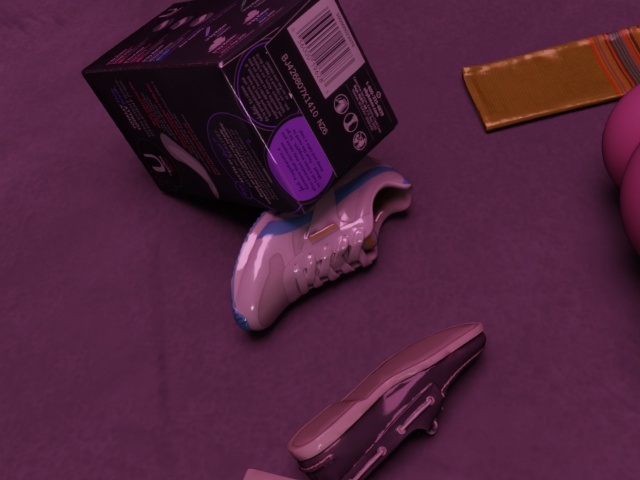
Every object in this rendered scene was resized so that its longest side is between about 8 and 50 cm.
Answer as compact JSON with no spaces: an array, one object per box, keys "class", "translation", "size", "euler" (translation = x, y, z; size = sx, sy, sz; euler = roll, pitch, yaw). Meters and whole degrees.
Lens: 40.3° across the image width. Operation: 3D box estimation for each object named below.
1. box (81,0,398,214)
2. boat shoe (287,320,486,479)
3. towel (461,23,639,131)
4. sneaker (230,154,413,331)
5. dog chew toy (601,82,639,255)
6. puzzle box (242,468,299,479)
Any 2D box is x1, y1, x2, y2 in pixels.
[{"class":"box","translation":[-0.086,-0.141,0.863],"size":[0.143,0.165,0.270],"euler":[-45,33,-25]},{"class":"boat shoe","translation":[0.068,0.142,0.749],"size":[0.206,0.075,0.065],"euler":[-33,96,-21]},{"class":"towel","translation":[0.286,-0.188,0.982],"size":[0.237,0.021,0.102],"euler":[-14,50,0]},{"class":"sneaker","translation":[0.000,0.000,0.846],"size":[0.092,0.087,0.228],"euler":[26,63,27]},{"class":"dog chew toy","translation":[0.352,-0.028,0.736],"size":[0.207,0.206,0.332],"euler":[-18,42,-4]},{"class":"puzzle box","translation":[0.092,0.323,0.571],"size":[0.409,0.052,0.272],"euler":[10,50,17]}]
